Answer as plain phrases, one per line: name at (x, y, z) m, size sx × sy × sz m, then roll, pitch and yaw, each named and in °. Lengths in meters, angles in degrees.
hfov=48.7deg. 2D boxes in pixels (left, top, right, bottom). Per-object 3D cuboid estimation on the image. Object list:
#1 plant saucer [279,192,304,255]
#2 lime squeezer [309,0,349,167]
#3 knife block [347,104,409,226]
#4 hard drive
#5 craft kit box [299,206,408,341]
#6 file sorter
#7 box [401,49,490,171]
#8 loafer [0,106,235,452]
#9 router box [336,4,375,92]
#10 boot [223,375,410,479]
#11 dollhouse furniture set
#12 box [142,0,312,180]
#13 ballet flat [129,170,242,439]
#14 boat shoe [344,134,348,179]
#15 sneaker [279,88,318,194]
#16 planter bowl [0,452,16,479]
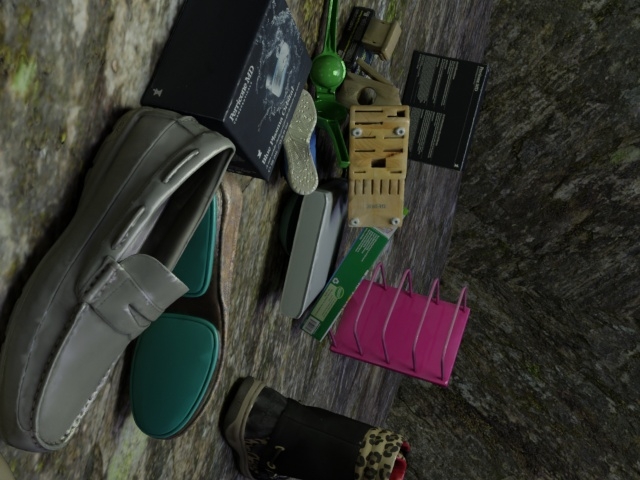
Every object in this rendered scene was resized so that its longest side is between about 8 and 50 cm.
plant saucer at (-0.042, -0.035, 1.162) m, size 0.119 × 0.021 × 0.119 m, roll 15°, pitch 90°, yaw -74°
lime squeezer at (0.011, -0.236, 1.040) m, size 0.110 × 0.059 × 0.310 m, roll 78°, pitch 10°, yaw -73°
knife block at (0.088, -0.142, 1.174) m, size 0.242 × 0.088 × 0.276 m, roll -89°, pitch 178°, yaw -53°
hard drive at (0.000, 0.000, 1.232) m, size 0.307 × 0.040 × 0.203 m, roll -42°, pitch 145°, yaw -77°
craft kit box at (0.071, 0.051, 1.396) m, size 0.250 × 0.061 × 0.246 m, roll -58°, pitch 178°, yaw 21°
file sorter at (0.180, 0.177, 1.639) m, size 0.182 × 0.290 × 0.202 m, roll 72°, pitch 37°, yaw -59°
box at (0.296, -0.317, 1.745) m, size 0.103 × 0.184 × 0.261 m, roll -19°, pitch 124°, yaw -70°
loafer at (-0.173, 0.031, 0.612) m, size 0.112 × 0.111 × 0.319 m, roll 58°, pitch 50°, yaw -69°
router box at (0.062, -0.321, 1.206) m, size 0.092 × 0.038 × 0.122 m, roll 64°, pitch 44°, yaw -66°
boot at (0.004, 0.373, 1.224) m, size 0.377 × 0.284 × 0.138 m, roll 80°, pitch 30°, yaw -55°
dollhouse furniture set at (0.122, -0.260, 1.199) m, size 0.161 × 0.101 × 0.182 m, roll -67°, pitch 162°, yaw -1°
box at (-0.089, -0.168, 0.744) m, size 0.158 × 0.093 × 0.156 m, roll 52°, pitch 55°, yaw -69°
ballet flat at (-0.138, 0.067, 0.793) m, size 0.106 × 0.107 × 0.316 m, roll -40°, pitch 145°, yaw -75°
boat shoe at (0.081, -0.129, 1.393) m, size 0.076 × 0.080 × 0.228 m, roll -50°, pitch 151°, yaw -42°
sneaker at (-0.034, -0.141, 1.034) m, size 0.084 × 0.058 × 0.152 m, roll -168°, pitch -110°, yaw -81°
planter bowl at (-0.264, 0.199, 0.471) m, size 0.162 × 0.109 × 0.162 m, roll 16°, pitch 90°, yaw -75°
